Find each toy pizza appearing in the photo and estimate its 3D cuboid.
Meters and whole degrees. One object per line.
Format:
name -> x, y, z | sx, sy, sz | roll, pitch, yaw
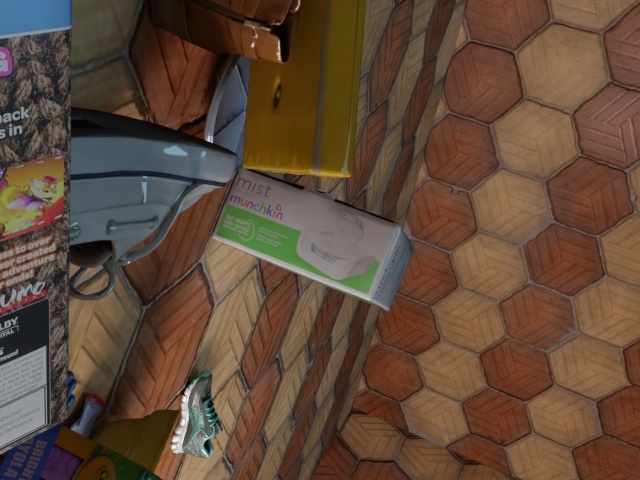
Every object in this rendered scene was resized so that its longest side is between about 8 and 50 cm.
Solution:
toy pizza -> -0.107, -0.184, 1.032 | 0.201, 0.032, 0.201 | -60, 164, -29

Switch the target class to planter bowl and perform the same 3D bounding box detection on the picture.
planter bowl -> -0.260, 0.299, 0.987 | 0.217, 0.090, 0.217 | -157, -90, -86

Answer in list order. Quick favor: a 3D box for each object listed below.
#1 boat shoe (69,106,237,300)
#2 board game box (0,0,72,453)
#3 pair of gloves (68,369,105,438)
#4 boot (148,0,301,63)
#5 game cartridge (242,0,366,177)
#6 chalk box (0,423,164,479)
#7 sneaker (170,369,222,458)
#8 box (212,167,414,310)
boat shoe -> -0.202, -0.028, 0.694 | 0.367, 0.136, 0.156 | -18, 128, -68
board game box -> -0.260, -0.001, 0.375 | 0.232, 0.141, 0.291 | -24, 137, -44
pair of gloves -> -0.313, 0.233, 0.889 | 0.198, 0.023, 0.159 | 81, 31, -65
boot -> -0.088, -0.266, 0.731 | 0.197, 0.152, 0.073 | 95, 22, -48
game cartridge -> -0.018, -0.232, 0.834 | 0.285, 0.053, 0.323 | -161, -103, -70
chalk box -> -0.222, 0.270, 0.680 | 0.179, 0.289, 0.180 | -61, 157, -24
sneaker -> -0.195, 0.294, 1.301 | 0.065, 0.076, 0.166 | -41, 149, -64
box -> 0.000, 0.000, 1.225 | 0.231, 0.262, 0.126 | 34, 77, -77
